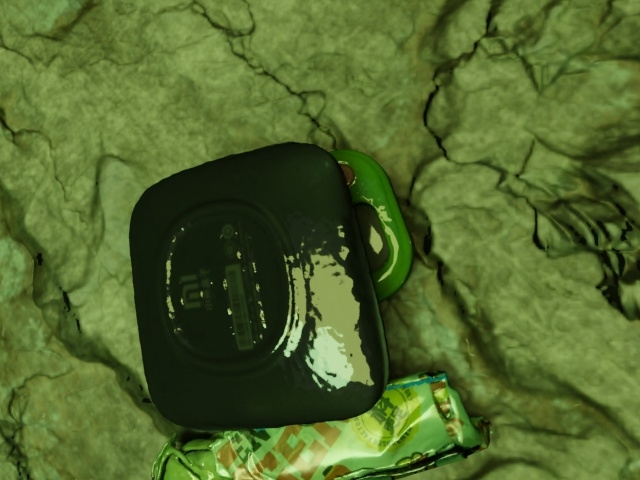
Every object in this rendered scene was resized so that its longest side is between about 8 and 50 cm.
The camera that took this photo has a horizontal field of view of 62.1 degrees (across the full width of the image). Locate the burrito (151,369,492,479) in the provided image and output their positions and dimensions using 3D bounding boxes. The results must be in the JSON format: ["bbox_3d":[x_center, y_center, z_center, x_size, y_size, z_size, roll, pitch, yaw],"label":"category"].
[{"bbox_3d":[-0.018,0.150,0.422,0.288,0.054,0.104,-20,80,13],"label":"burrito"}]

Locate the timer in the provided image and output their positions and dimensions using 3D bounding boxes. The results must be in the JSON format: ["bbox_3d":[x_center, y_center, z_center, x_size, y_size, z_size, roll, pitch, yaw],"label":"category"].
[{"bbox_3d":[0.000,0.000,0.435,0.140,0.047,0.128,-21,78,13],"label":"timer"}]

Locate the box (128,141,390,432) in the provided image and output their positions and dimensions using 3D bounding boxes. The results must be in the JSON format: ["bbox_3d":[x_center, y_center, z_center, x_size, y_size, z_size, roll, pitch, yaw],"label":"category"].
[{"bbox_3d":[-0.058,0.034,0.402,0.201,0.042,0.212,-15,77,23],"label":"box"}]
